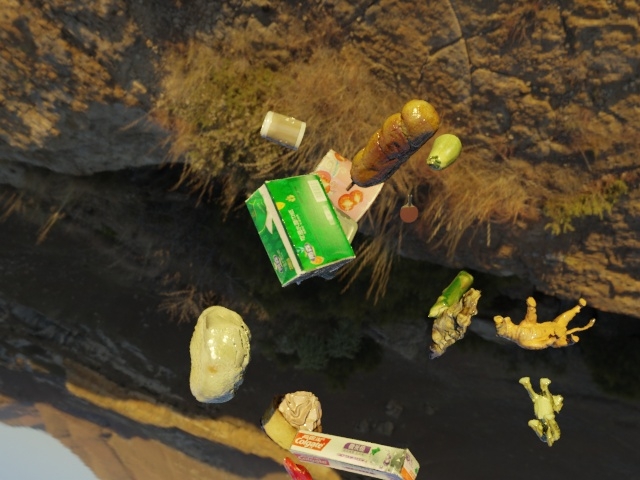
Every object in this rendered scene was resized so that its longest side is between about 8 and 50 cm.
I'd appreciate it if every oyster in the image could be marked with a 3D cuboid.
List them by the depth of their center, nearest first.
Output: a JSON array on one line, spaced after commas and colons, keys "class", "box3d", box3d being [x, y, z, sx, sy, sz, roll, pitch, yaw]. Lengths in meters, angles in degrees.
[{"class": "oyster", "box3d": [0.389, 0.263, 1.576, 0.079, 0.128, 0.345, 17, 138, -3]}]

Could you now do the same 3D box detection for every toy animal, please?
[{"class": "toy animal", "box3d": [0.536, 0.206, 1.196, 0.256, 0.114, 0.116, 5, 141, -22]}, {"class": "toy animal", "box3d": [0.542, 0.423, 1.249, 0.073, 0.181, 0.136, -22, 122, 26]}]

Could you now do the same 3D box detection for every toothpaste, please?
[{"class": "toothpaste", "box3d": [0.045, 0.314, 0.761, 0.197, 0.040, 0.047, -6, 130, 38]}]

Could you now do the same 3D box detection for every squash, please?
[{"class": "squash", "box3d": [0.364, -0.260, 1.605, 0.095, 0.224, 0.094, 11, 117, 23]}]

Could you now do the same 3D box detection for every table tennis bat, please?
[{"class": "table tennis bat", "box3d": [0.245, -0.087, 1.446, 0.050, 0.007, 0.083, 0, 120, 3]}]

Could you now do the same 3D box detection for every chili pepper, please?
[{"class": "chili pepper", "box3d": [-0.063, 0.706, 1.587, 0.059, 0.050, 0.191, 30, 155, 56]}]

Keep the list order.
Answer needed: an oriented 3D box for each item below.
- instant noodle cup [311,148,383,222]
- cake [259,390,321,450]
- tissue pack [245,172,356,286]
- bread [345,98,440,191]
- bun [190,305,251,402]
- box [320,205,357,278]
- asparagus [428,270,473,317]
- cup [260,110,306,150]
[{"class": "instant noodle cup", "box3d": [0.073, -0.193, 1.915, 0.231, 0.243, 0.243, 37, 152, -6]}, {"class": "cake", "box3d": [-0.081, 0.570, 1.726, 0.185, 0.178, 0.208, 29, -179, -28]}, {"class": "tissue pack", "box3d": [-0.056, -0.015, 1.136, 0.156, 0.148, 0.208, -36, 74, 48]}, {"class": "bread", "box3d": [0.165, -0.214, 1.314, 0.124, 0.083, 0.344, 22, 139, -23]}, {"class": "bun", "box3d": [-0.245, 0.280, 1.307, 0.142, 0.238, 0.239, 5, 162, -25]}, {"class": "box", "box3d": [0.000, 0.000, 1.324, 0.124, 0.172, 0.093, 34, 166, -27]}, {"class": "asparagus", "box3d": [0.542, 0.219, 2.149, 0.085, 0.343, 0.081, 1, 114, 39]}, {"class": "cup", "box3d": [-0.095, -0.285, 1.327, 0.099, 0.102, 0.074, 18, 122, -13]}]
